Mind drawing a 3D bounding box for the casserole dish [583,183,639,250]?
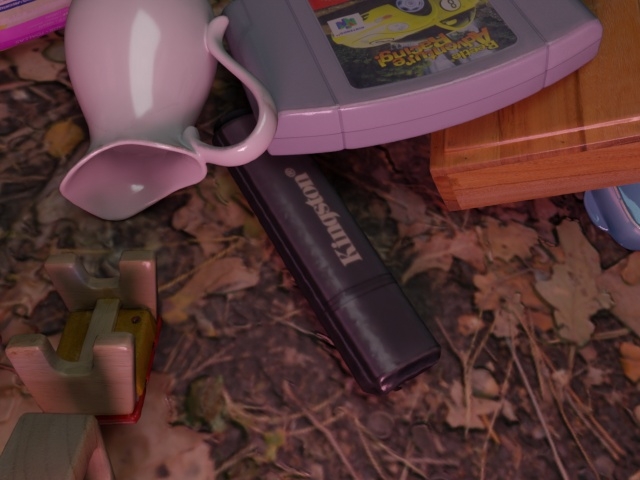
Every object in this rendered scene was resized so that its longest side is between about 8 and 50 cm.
[{"bbox_3d":[0.345,-0.065,0.727,0.189,0.037,0.114,-23,82,5],"label":"casserole dish"}]

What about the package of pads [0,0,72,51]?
[{"bbox_3d":[-0.346,-0.293,0.681,0.229,0.101,0.296,-32,72,-30],"label":"package of pads"}]

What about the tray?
[{"bbox_3d":[0.216,-0.232,0.756,0.203,0.076,0.410,-8,55,22],"label":"tray"}]

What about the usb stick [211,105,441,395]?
[{"bbox_3d":[0.000,0.000,0.639,0.077,0.045,0.278,-23,69,-25],"label":"usb stick"}]

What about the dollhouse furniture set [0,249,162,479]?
[{"bbox_3d":[-0.211,0.176,0.429,0.201,0.152,0.374,-1,36,1],"label":"dollhouse furniture set"}]

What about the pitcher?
[{"bbox_3d":[-0.121,-0.137,0.623,0.178,0.125,0.207,-11,64,13],"label":"pitcher"}]

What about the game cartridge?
[{"bbox_3d":[0.074,-0.174,0.661,0.294,0.060,0.196,-18,55,-5],"label":"game cartridge"}]
